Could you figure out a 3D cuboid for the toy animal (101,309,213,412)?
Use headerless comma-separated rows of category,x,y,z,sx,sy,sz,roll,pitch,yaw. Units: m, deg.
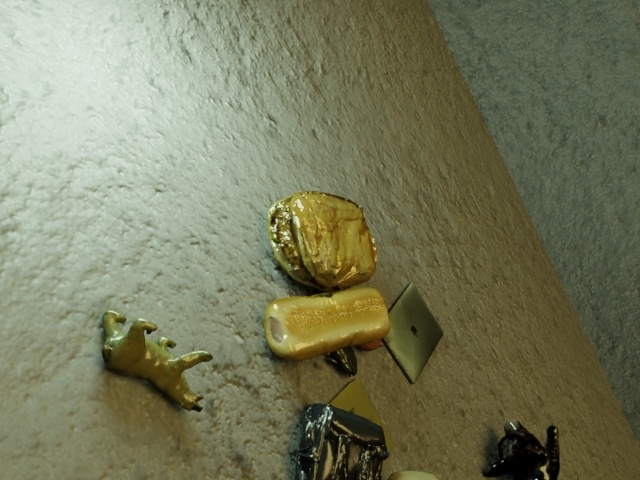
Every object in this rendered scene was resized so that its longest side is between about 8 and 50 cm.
toy animal,-0.283,0.209,1.013,0.219,0.103,0.101,37,62,-31

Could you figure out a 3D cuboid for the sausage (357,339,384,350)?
sausage,0.089,0.209,1.454,0.169,0.065,0.065,53,38,-9

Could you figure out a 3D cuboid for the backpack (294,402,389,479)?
backpack,0.036,0.462,1.181,0.206,0.133,0.258,29,57,-24

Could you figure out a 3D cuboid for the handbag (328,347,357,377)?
handbag,0.052,0.271,1.379,0.111,0.047,0.072,58,33,-3

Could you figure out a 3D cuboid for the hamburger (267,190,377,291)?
hamburger,0.000,-0.001,1.421,0.283,0.145,0.259,20,56,-45

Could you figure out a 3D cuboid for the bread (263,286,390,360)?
bread,0.018,0.185,1.318,0.305,0.091,0.142,-5,67,-34

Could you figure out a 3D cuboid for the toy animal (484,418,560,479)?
toy animal,0.579,0.663,1.621,0.303,0.194,0.344,24,45,-46

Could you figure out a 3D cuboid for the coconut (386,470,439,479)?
coconut,0.194,0.584,1.225,0.224,0.224,0.224,28,48,-36

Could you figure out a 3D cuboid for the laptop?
laptop,0.257,0.253,1.655,0.187,0.015,0.269,57,37,-6

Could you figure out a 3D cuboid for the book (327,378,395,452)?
book,0.086,0.434,1.343,0.168,0.013,0.192,-29,90,-53
